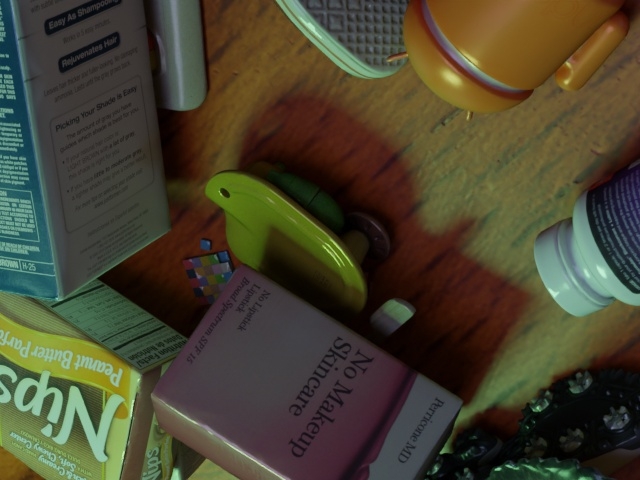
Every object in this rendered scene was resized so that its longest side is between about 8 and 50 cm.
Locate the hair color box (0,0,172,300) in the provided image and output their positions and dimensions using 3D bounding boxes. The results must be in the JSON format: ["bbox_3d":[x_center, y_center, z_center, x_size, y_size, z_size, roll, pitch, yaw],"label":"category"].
[{"bbox_3d":[-0.234,-0.142,1.451,0.105,0.174,0.347,8,116,28],"label":"hair color box"}]

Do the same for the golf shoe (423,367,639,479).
[{"bbox_3d":[0.211,0.202,1.503,0.120,0.105,0.273,43,130,-20],"label":"golf shoe"}]

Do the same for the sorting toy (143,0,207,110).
[{"bbox_3d":[-0.207,-0.215,1.528,0.208,0.038,0.193,7,116,22],"label":"sorting toy"}]

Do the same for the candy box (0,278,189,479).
[{"bbox_3d":[-0.272,0.111,1.639,0.316,0.087,0.182,31,124,27],"label":"candy box"}]

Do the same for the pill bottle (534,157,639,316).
[{"bbox_3d":[0.270,-0.014,1.353,0.193,0.108,0.108,-31,97,33],"label":"pill bottle"}]

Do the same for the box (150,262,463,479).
[{"bbox_3d":[-0.012,0.152,1.493,0.232,0.148,0.127,31,163,9],"label":"box"}]

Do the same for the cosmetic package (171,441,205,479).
[{"bbox_3d":[-0.146,0.175,1.668,0.041,0.060,0.115,7,114,23],"label":"cosmetic package"}]

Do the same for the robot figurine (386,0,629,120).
[{"bbox_3d":[0.149,-0.187,1.319,0.219,0.158,0.128,-46,61,34],"label":"robot figurine"}]

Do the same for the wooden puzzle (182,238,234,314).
[{"bbox_3d":[-0.102,0.037,1.614,0.049,0.006,0.083,-11,108,29],"label":"wooden puzzle"}]

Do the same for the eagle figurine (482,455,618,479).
[{"bbox_3d":[0.179,0.322,1.464,0.298,0.226,0.225,-40,78,9],"label":"eagle figurine"}]

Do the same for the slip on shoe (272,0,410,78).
[{"bbox_3d":[-0.046,-0.265,1.398,0.331,0.123,0.101,45,156,-6],"label":"slip on shoe"}]

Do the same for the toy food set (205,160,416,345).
[{"bbox_3d":[0.000,0.000,1.520,0.218,0.071,0.128,40,147,6],"label":"toy food set"}]
